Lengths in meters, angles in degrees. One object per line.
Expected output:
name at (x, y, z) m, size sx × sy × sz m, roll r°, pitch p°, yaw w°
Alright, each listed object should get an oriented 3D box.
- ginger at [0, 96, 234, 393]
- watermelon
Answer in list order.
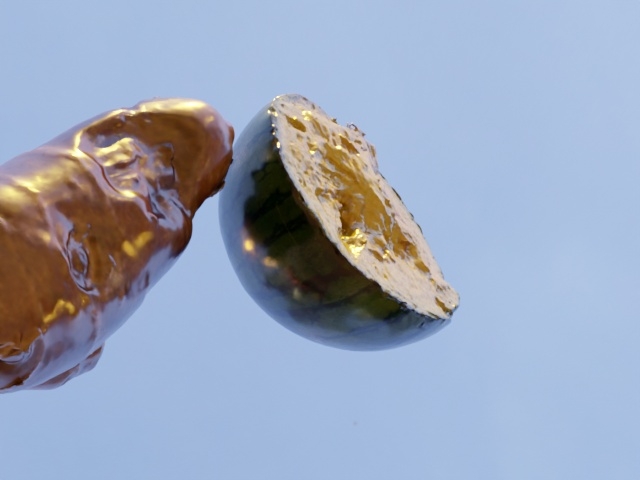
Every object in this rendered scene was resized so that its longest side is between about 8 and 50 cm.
ginger at (-0.094, 0.013, 0.652) m, size 0.103 × 0.162 × 0.073 m, roll -28°, pitch -86°, yaw 41°
watermelon at (0.000, 0.000, 0.731) m, size 0.062 × 0.105 × 0.105 m, roll -36°, pitch -95°, yaw 20°
